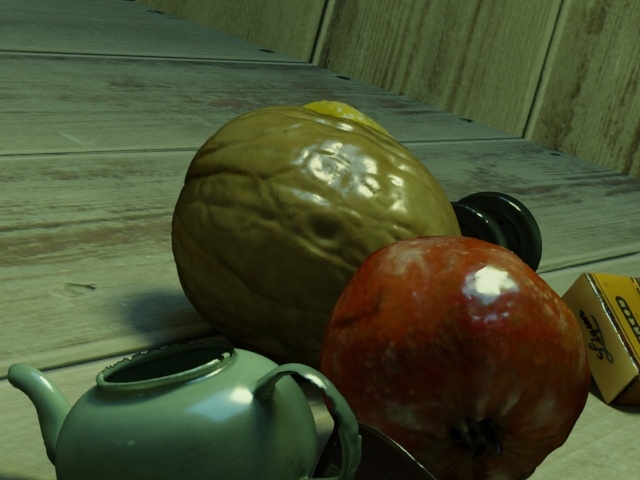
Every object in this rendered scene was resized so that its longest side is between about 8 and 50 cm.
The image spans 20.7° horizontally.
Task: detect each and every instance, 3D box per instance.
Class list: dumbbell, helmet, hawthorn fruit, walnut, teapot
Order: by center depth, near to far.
[{"bbox_3d":[-0.100,0.143,1.289,0.294,0.129,0.193,-6,12,31],"label":"teapot"},{"bbox_3d":[0.043,0.207,1.315,0.175,0.106,0.155,38,-5,40],"label":"helmet"},{"bbox_3d":[0.111,0.091,1.582,0.242,0.242,0.271,10,35,-22],"label":"hawthorn fruit"},{"bbox_3d":[-0.001,0.002,1.813,0.313,0.277,0.252,23,45,9],"label":"walnut"},{"bbox_3d":[0.192,0.015,2.233,0.143,0.143,0.325,20,14,20],"label":"dumbbell"}]

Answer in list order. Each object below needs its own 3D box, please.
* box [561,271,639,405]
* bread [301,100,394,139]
[{"bbox_3d":[0.409,0.122,2.075,0.237,0.070,0.152,8,45,-36],"label":"box"},{"bbox_3d":[0.016,-0.091,2.419,0.197,0.197,0.170,23,4,30],"label":"bread"}]
